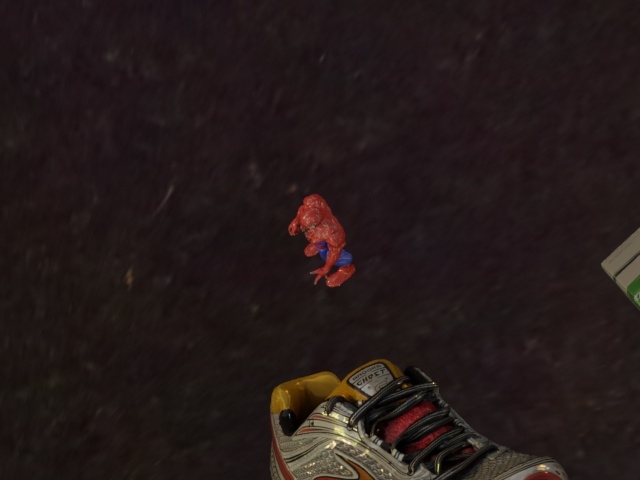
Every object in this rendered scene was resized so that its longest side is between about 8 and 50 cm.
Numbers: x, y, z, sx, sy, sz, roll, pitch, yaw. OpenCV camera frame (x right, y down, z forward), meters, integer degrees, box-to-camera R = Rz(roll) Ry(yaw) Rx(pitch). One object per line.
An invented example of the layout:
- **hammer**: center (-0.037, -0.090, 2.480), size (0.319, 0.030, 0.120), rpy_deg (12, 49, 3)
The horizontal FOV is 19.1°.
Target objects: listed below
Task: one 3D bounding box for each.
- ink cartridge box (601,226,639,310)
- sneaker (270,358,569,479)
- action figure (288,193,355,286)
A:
- **ink cartridge box**: center (0.362, 0.063, 1.828), size (0.087, 0.208, 0.153), rpy_deg (-43, 97, 5)
- **sneaker**: center (0.034, 0.106, 0.897), size (0.088, 0.225, 0.093), rpy_deg (-15, 96, -31)
- **action figure**: center (0.000, 0.000, 1.080), size (0.030, 0.115, 0.038), rpy_deg (-29, 75, -5)
